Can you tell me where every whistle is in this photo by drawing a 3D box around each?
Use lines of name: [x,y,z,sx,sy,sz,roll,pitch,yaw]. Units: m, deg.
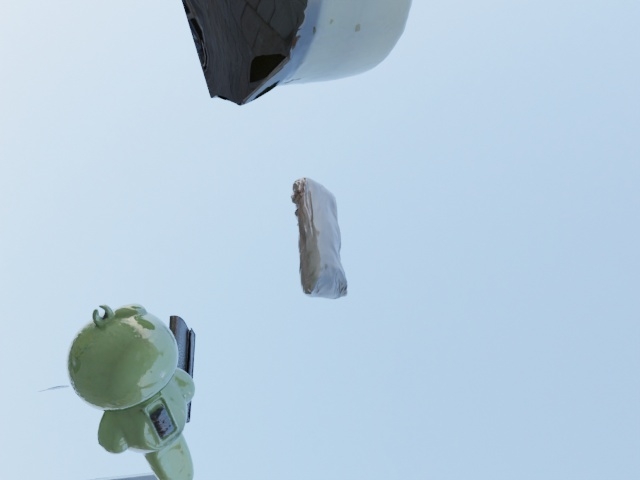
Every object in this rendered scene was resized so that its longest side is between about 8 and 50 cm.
whistle: [-0.235,0.197,0.892,0.141,0.141,0.294,32,-40,37]

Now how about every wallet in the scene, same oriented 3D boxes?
wallet: [-0.351,0.322,1.763,0.039,0.133,0.243,-9,-125,11]

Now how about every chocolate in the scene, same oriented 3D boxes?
chocolate: [-0.016,-0.381,1.084,0.326,0.297,0.314,-32,-111,43]

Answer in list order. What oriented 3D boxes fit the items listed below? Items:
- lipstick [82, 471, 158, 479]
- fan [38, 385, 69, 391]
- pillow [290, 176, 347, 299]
lipstick: [-0.443,0.567,1.585,0.068,0.317,0.066,-9,-106,29]
fan: [-0.705,0.394,1.868,0.080,0.060,0.003,-18,-106,28]
pillow: [0.000,0.000,1.441,0.067,0.173,0.270,-17,-113,24]
